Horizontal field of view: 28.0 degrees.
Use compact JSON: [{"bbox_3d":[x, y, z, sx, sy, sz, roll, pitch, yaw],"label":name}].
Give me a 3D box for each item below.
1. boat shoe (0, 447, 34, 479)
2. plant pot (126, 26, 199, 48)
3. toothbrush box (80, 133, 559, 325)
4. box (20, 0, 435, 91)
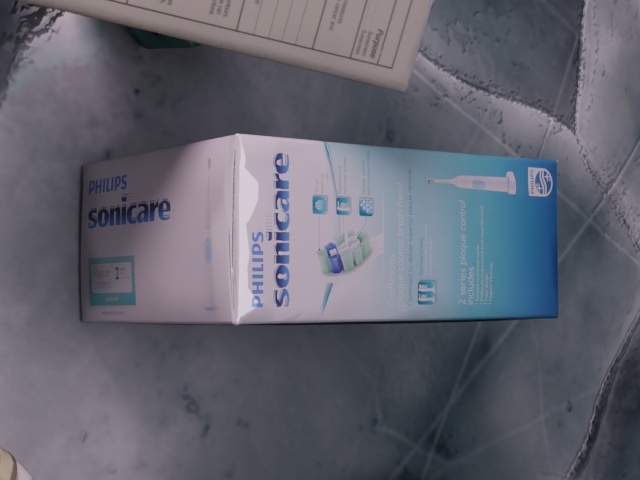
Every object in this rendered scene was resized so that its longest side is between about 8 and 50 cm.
[{"bbox_3d":[-0.258,0.278,0.818,0.103,0.113,0.302,36,78,-32],"label":"boat shoe"},{"bbox_3d":[-0.063,-0.256,0.952,0.234,0.166,0.165,-47,115,-16],"label":"plant pot"},{"bbox_3d":[0.000,0.000,0.954,0.295,0.216,0.126,3,86,-38],"label":"toothbrush box"},{"bbox_3d":[-0.082,-0.203,0.809,0.311,0.121,0.148,12,104,-20],"label":"box"}]
